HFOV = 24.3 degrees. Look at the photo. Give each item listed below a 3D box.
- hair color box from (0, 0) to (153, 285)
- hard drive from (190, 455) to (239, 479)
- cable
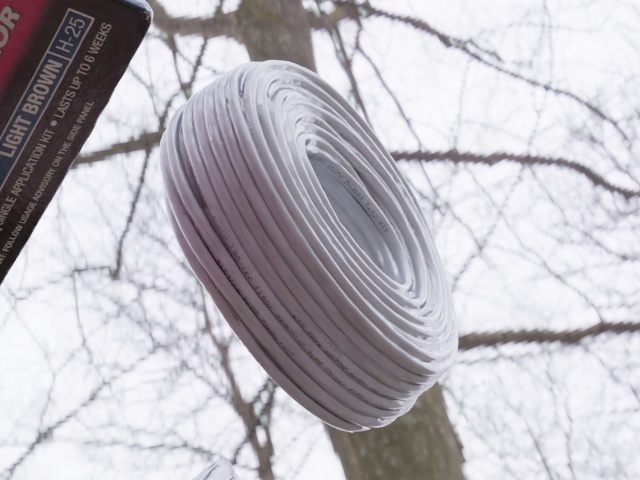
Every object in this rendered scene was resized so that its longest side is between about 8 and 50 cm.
[{"bbox_3d":[-0.245,-0.078,0.480,0.347,0.105,0.174,17,-68,-43],"label":"hair color box"},{"bbox_3d":[-0.120,0.260,1.161,0.172,0.254,0.054,-38,-82,-1],"label":"hard drive"},{"bbox_3d":[0.000,0.000,0.993,0.089,0.257,0.257,-34,-15,19],"label":"cable"}]
